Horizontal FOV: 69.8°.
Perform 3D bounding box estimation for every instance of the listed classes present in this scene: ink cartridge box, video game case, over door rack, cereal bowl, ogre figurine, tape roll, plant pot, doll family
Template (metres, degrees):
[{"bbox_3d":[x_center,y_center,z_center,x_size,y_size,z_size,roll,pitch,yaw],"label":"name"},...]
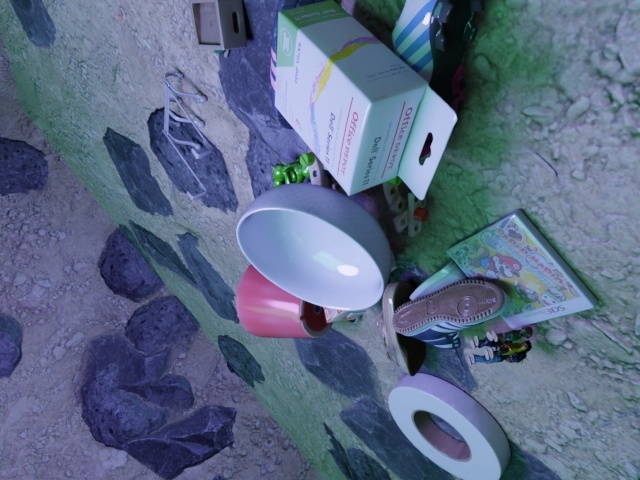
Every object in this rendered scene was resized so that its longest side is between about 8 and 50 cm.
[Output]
[{"bbox_3d":[0.054,-0.230,0.799,0.353,0.119,0.207,53,153,28],"label":"ink cartridge box"},{"bbox_3d":[0.395,0.068,0.930,0.227,0.026,0.206,50,148,2],"label":"video game case"},{"bbox_3d":[-0.401,-0.324,1.431,0.324,0.108,0.239,64,152,20],"label":"over door rack"},{"bbox_3d":[0.000,0.000,0.979,0.339,0.141,0.339,20,148,14],"label":"cereal bowl"},{"bbox_3d":[-0.052,-0.152,1.203,0.197,0.097,0.118,21,143,45],"label":"ogre figurine"},{"bbox_3d":[0.386,0.580,1.418,0.392,0.072,0.392,32,144,27],"label":"tape roll"},{"bbox_3d":[-0.094,0.196,1.477,0.243,0.275,0.275,4,126,39],"label":"plant pot"},{"bbox_3d":[0.406,0.240,1.021,0.193,0.111,0.076,118,144,-69],"label":"doll family"}]

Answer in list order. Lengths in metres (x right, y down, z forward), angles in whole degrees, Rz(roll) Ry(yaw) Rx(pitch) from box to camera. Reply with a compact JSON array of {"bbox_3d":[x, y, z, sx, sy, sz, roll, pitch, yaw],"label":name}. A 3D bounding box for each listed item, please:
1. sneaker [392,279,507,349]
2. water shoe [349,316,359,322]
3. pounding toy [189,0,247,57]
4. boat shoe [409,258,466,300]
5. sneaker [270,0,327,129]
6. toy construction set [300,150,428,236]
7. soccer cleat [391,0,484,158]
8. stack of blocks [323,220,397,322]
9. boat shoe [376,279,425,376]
[{"bbox_3d":[0.318,0.175,1.045,0.153,0.099,0.282,29,144,-32],"label":"sneaker"},{"bbox_3d":[0.059,0.187,1.422,0.073,0.080,0.203,12,131,46],"label":"water shoe"},{"bbox_3d":[-0.236,-0.504,1.097,0.130,0.100,0.141,21,127,38],"label":"pounding toy"},{"bbox_3d":[0.279,0.110,1.092,0.063,0.066,0.184,47,138,9],"label":"boat shoe"},{"bbox_3d":[-0.062,-0.399,0.960,0.319,0.112,0.131,105,152,-46],"label":"sneaker"},{"bbox_3d":[0.081,-0.122,1.012,0.328,0.151,0.215,17,109,29],"label":"toy construction set"},{"bbox_3d":[0.177,-0.295,0.782,0.143,0.116,0.331,58,158,34],"label":"soccer cleat"},{"bbox_3d":[0.088,0.091,1.208,0.297,0.087,0.171,127,136,-57],"label":"stack of blocks"},{"bbox_3d":[0.204,0.238,1.252,0.110,0.122,0.341,20,138,39],"label":"boat shoe"}]
